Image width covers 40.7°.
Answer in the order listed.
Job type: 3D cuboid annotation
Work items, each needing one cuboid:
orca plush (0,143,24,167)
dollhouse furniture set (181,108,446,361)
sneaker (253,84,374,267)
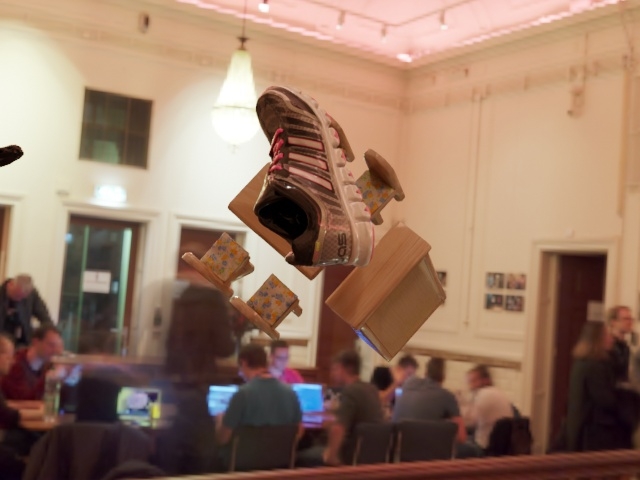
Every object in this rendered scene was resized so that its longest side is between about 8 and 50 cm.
[{"bbox_3d":[-0.442,-0.143,1.135,0.102,0.151,0.287,4,-43,-21],"label":"orca plush"},{"bbox_3d":[0.000,0.000,1.466,0.394,0.362,0.256,40,-7,24],"label":"dollhouse furniture set"},{"bbox_3d":[-0.022,-0.049,0.667,0.075,0.170,0.063,-14,-23,-26],"label":"sneaker"}]
